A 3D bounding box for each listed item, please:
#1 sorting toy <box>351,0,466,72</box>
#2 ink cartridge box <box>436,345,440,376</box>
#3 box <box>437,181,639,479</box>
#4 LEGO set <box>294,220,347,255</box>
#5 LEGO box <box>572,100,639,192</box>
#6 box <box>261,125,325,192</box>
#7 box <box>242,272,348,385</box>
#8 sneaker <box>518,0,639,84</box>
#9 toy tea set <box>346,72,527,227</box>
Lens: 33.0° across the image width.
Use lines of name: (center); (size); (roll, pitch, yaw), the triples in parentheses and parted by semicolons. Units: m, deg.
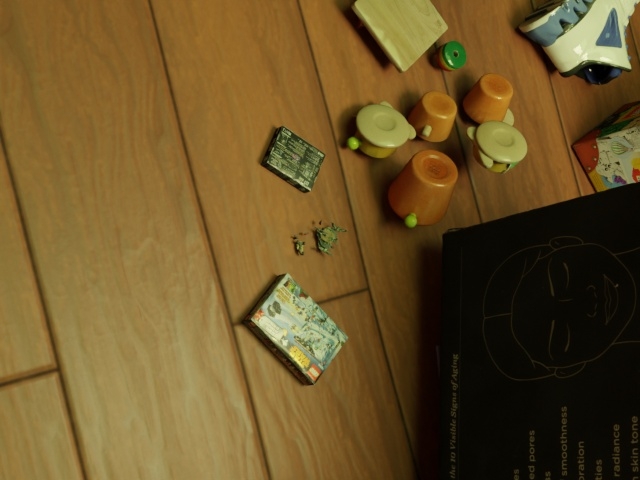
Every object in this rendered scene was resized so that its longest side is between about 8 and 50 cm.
sorting toy: (0.112, -0.357, 1.715); (0.274, 0.046, 0.132); (52, 58, -15)
ink cartridge box: (0.297, 0.251, 1.708); (0.311, 0.065, 0.185); (2, 80, -35)
box: (0.413, 0.196, 1.474); (0.298, 0.472, 0.479); (11, 75, -33)
LEGO set: (-0.002, -0.002, 1.590); (0.083, 0.023, 0.054); (1, 78, -20)
LEGO box: (0.729, -0.031, 1.860); (0.193, 0.372, 0.500); (-36, 100, -33)
box: (-0.039, -0.119, 1.586); (0.083, 0.018, 0.067); (32, 65, -25)
box: (-0.034, 0.127, 1.535); (0.137, 0.027, 0.094); (48, 58, -16)
sneaker: (0.503, -0.385, 1.943); (0.315, 0.127, 0.182); (-39, 106, -25)
toy tea set: (0.199, -0.142, 1.714); (0.336, 0.124, 0.200); (-22, 64, -31)
